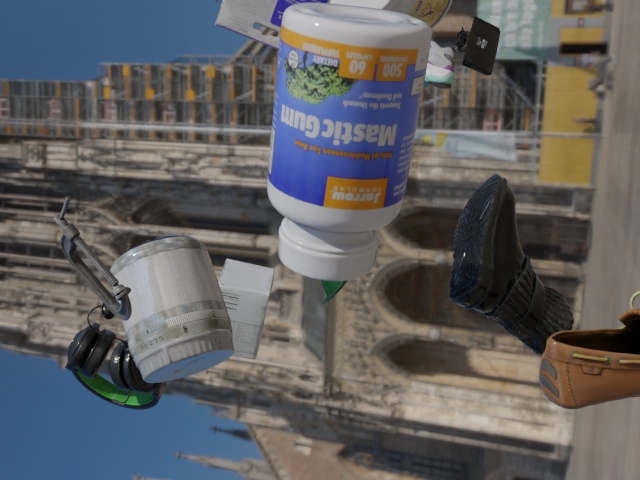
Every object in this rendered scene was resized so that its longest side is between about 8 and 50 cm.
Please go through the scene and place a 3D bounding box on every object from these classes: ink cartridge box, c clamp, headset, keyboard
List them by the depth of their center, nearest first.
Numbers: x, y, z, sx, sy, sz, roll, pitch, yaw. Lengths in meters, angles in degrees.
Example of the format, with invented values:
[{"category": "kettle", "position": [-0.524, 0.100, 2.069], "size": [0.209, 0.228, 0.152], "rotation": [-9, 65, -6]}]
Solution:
[{"category": "c clamp", "position": [-0.291, 0.034, 0.965], "size": [0.022, 0.137, 0.161], "rotation": [-40, -86, -34]}, {"category": "ink cartridge box", "position": [-0.086, -0.498, 1.522], "size": [0.045, 0.206, 0.208], "rotation": [-124, 54, -71]}, {"category": "keyboard", "position": [0.348, -0.438, 1.700], "size": [0.038, 0.100, 0.192], "rotation": [-57, 8, 47]}, {"category": "headset", "position": [-0.491, 0.264, 1.843], "size": [0.394, 0.243, 0.185], "rotation": [98, -170, -49]}]

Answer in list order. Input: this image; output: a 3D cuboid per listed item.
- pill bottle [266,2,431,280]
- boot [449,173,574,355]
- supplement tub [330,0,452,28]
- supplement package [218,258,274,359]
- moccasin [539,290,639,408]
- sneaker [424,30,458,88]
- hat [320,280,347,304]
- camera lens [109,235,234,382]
[{"category": "pill bottle", "position": [0.022, -0.101, 0.798], "size": [0.152, 0.152, 0.272], "rotation": [-47, -33, -61]}, {"category": "boot", "position": [0.416, 0.051, 1.603], "size": [0.131, 0.260, 0.348], "rotation": [-36, 31, 55]}, {"category": "supplement tub", "position": [0.159, -0.611, 1.770], "size": [0.331, 0.240, 0.241], "rotation": [-20, -66, -60]}, {"category": "supplement package", "position": [-0.225, 0.191, 2.134], "size": [0.194, 0.149, 0.203], "rotation": [-86, 8, -69]}, {"category": "moccasin", "position": [0.544, 0.174, 1.265], "size": [0.139, 0.379, 0.147], "rotation": [-121, 27, -69]}, {"category": "sneaker", "position": [0.120, -0.221, 0.910], "size": [0.038, 0.098, 0.069], "rotation": [16, -95, -64]}, {"category": "hat", "position": [0.000, 0.000, 1.553], "size": [0.173, 0.183, 0.208], "rotation": [-50, 0, 43]}, {"category": "camera lens", "position": [-0.318, 0.142, 1.617], "size": [0.274, 0.219, 0.219], "rotation": [69, -167, 17]}]
